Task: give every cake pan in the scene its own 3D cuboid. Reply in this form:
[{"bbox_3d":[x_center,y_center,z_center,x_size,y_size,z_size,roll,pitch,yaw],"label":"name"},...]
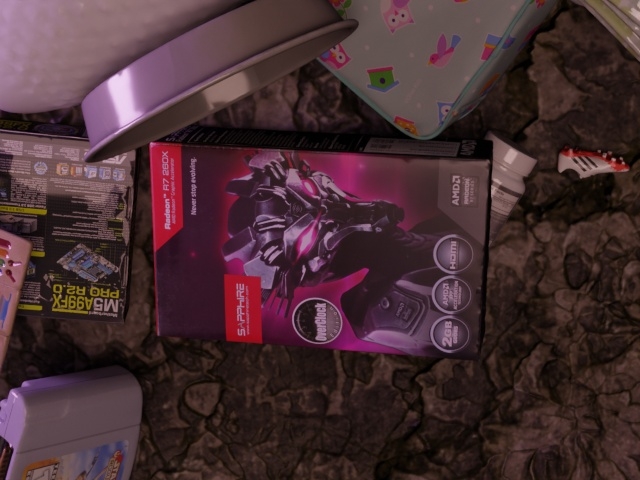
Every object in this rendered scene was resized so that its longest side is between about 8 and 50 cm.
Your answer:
[{"bbox_3d":[-0.105,-0.162,1.136,0.293,0.293,0.054,-27,93,5],"label":"cake pan"}]

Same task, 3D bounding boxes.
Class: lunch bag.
[{"bbox_3d":[0.113,-0.265,1.198,0.224,0.108,0.279,41,125,12],"label":"lunch bag"}]

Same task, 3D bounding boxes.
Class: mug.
[{"bbox_3d":[-0.254,-0.323,1.134,0.328,0.276,0.374,-37,99,13],"label":"mug"}]

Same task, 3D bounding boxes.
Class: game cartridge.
[{"bbox_3d":[-0.308,0.290,1.369,0.198,0.062,0.297,-2,117,-49],"label":"game cartridge"}]

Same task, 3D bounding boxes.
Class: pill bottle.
[{"bbox_3d":[0.183,-0.050,1.346,0.078,0.078,0.137,27,104,-12],"label":"pill bottle"}]

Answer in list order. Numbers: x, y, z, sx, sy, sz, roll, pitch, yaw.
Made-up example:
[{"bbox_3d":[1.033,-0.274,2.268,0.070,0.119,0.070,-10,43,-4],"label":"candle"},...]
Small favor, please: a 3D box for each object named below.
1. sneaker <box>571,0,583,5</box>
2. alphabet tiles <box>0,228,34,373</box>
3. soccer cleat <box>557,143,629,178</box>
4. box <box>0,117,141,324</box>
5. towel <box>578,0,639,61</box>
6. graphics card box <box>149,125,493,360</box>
[{"bbox_3d":[0.389,-0.305,1.272,0.258,0.091,0.094,-13,108,0],"label":"sneaker"},{"bbox_3d":[-0.485,0.016,1.297,0.343,0.011,0.285,21,110,8],"label":"alphabet tiles"},{"bbox_3d":[0.315,-0.087,1.372,0.083,0.029,0.035,11,115,-4],"label":"soccer cleat"},{"bbox_3d":[-0.344,-0.025,1.327,0.270,0.060,0.216,5,108,-5],"label":"box"},{"bbox_3d":[0.367,-0.393,1.186,0.320,0.090,0.374,44,101,9],"label":"towel"},{"bbox_3d":[0.000,0.000,1.300,0.371,0.094,0.232,4,109,8],"label":"graphics card box"}]
